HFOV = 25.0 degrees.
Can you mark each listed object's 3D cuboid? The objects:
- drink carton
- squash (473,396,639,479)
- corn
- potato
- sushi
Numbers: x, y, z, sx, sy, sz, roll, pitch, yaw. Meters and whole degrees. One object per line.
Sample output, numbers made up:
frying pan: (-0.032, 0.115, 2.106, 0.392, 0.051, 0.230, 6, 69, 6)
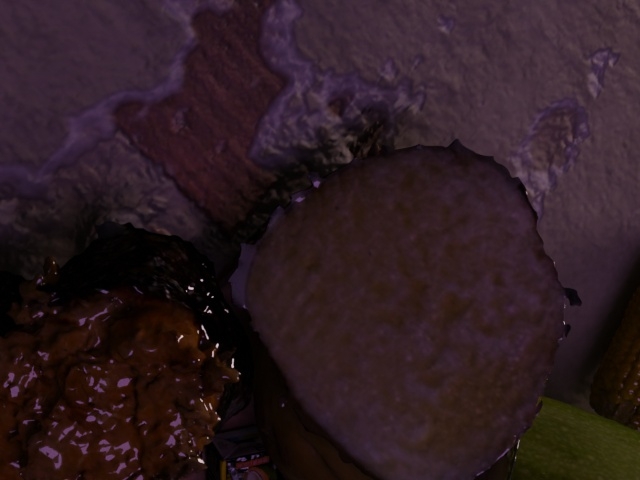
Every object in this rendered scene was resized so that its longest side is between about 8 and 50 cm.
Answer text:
drink carton: (-0.067, 0.259, 1.363, 0.071, 0.056, 0.165, -9, 115, -19)
squash: (0.282, 0.311, 1.361, 0.385, 0.263, 0.263, 23, 101, -7)
corn: (0.360, 0.073, 1.467, 0.097, 0.097, 0.261, 23, 101, -32)
potato: (0.069, 0.095, 1.265, 0.289, 0.300, 0.237, -28, 161, -4)
sushi: (-0.224, 0.124, 1.111, 0.349, 0.207, 0.234, -36, 98, 13)
